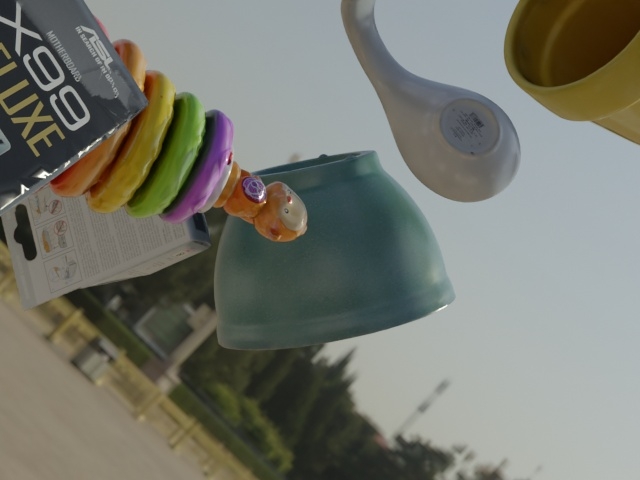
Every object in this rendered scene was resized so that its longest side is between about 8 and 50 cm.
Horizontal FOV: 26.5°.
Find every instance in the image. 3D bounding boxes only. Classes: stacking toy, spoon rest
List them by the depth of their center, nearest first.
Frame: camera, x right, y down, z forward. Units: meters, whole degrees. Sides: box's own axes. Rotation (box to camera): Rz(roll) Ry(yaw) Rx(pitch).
[{"bbox_3d":[-0.137,-0.072,1.146,0.302,0.175,0.166,26,-46,-21],"label":"stacking toy"},{"bbox_3d":[0.117,-0.161,1.522,0.276,0.137,0.084,55,-22,9],"label":"spoon rest"}]

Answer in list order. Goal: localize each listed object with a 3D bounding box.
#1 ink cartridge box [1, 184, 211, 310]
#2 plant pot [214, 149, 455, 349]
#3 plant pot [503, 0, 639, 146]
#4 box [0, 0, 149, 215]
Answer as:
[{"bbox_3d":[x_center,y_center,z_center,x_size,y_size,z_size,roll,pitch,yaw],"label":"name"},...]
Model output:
[{"bbox_3d":[-0.256,-0.039,1.585,0.066,0.232,0.189,20,50,-62],"label":"ink cartridge box"},{"bbox_3d":[0.000,0.000,1.636,0.293,0.293,0.196,-168,-115,-74],"label":"plant pot"},{"bbox_3d":[0.420,-0.250,1.845,0.239,0.254,0.254,32,0,-36],"label":"plant pot"},{"bbox_3d":[-0.270,-0.160,0.866,0.307,0.077,0.242,58,32,-10],"label":"box"}]
